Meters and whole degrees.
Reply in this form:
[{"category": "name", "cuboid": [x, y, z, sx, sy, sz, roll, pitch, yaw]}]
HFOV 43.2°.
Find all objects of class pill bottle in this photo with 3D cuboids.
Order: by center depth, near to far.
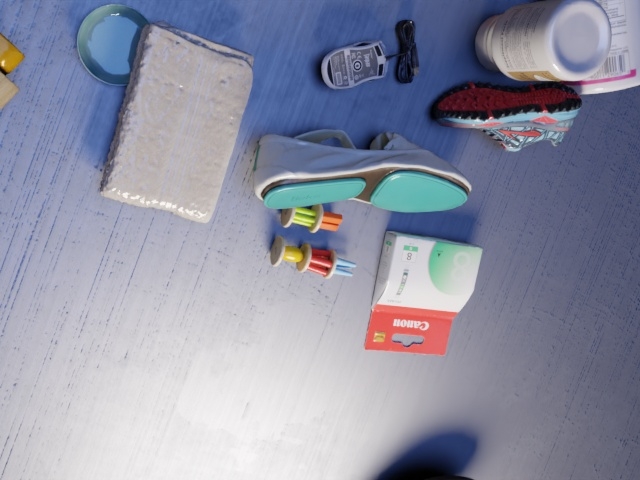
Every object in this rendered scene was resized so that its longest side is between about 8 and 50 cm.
[{"category": "pill bottle", "cuboid": [0.364, -0.335, 1.362, 0.131, 0.229, 0.131, -4, 102, -21]}, {"category": "pill bottle", "cuboid": [0.495, -0.414, 1.436, 0.160, 0.160, 0.283, -16, 106, -18]}]

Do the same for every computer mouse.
[{"category": "computer mouse", "cuboid": [0.079, -0.304, 1.360, 0.193, 0.042, 0.106, -17, 111, -24]}]

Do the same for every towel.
[{"category": "towel", "cuboid": [-0.219, -0.180, 1.250, 0.187, 0.049, 0.282, 15, 97, -29]}]

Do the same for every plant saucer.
[{"category": "plant saucer", "cuboid": [-0.305, -0.294, 1.217, 0.119, 0.021, 0.119, -5, 103, -22]}]

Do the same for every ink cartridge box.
[{"category": "ink cartridge box", "cuboid": [0.187, 0.104, 1.478, 0.181, 0.056, 0.225, 8, 96, -23]}]

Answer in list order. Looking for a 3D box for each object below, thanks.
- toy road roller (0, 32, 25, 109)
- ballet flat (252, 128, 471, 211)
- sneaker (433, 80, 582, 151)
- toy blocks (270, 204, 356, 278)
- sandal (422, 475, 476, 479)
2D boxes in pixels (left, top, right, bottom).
[{"category": "toy road roller", "cuboid": [-0.548, -0.260, 1.006, 0.202, 0.240, 0.329, -48, 113, -6]}, {"category": "ballet flat", "cuboid": [0.075, -0.126, 1.347, 0.400, 0.139, 0.139, 0, 101, -25]}, {"category": "sneaker", "cuboid": [0.328, -0.204, 1.440, 0.261, 0.104, 0.125, 0, 135, -4]}, {"category": "toy blocks", "cuboid": [0.000, 0.000, 1.380, 0.148, 0.054, 0.123, 14, 96, -24]}, {"category": "sandal", "cuboid": [0.110, 0.556, 1.524, 0.445, 0.107, 0.168, -28, 111, -1]}]
